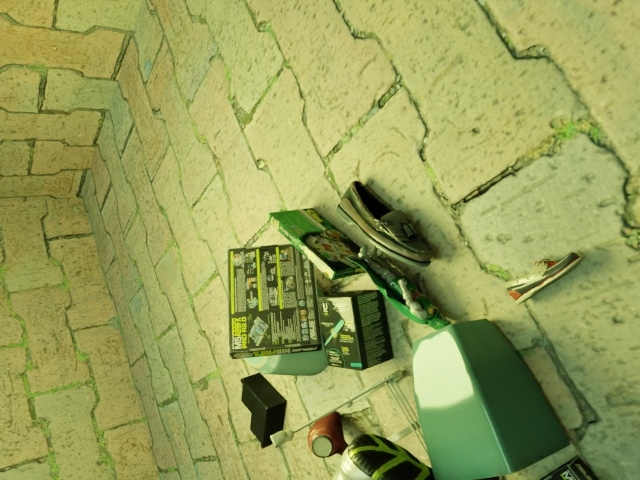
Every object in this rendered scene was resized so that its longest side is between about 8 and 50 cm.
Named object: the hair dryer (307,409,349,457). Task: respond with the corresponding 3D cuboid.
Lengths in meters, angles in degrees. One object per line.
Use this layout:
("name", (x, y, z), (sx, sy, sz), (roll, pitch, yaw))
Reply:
("hair dryer", (0.058, 0.511, 1.129), (0.080, 0.223, 0.293), (-42, 34, 5))

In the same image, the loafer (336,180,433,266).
("loafer", (0.129, -0.041, 0.988), (0.267, 0.096, 0.084), (38, 119, 42))

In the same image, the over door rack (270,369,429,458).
("over door rack", (0.083, 0.435, 0.963), (0.239, 0.324, 0.108), (59, 152, 23))

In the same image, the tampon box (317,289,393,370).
("tampon box", (0.077, 0.198, 1.086), (0.120, 0.101, 0.161), (-8, 90, 51))

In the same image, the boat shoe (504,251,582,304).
("boat shoe", (0.353, 0.054, 0.768), (0.043, 0.049, 0.137), (64, 143, 23))

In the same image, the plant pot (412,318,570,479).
("plant pot", (0.266, 0.265, 0.828), (0.166, 0.165, 0.234), (-41, 58, 46))

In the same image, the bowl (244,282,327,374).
("bowl", (-0.123, 0.233, 1.292), (0.311, 0.163, 0.311), (11, 105, 49))

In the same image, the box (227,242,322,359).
("box", (-0.115, 0.140, 1.168), (0.060, 0.216, 0.270), (89, 175, -62))

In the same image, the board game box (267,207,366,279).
("board game box", (0.000, 0.000, 1.117), (0.259, 0.136, 0.030), (41, 129, 39))

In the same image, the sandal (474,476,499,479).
("sandal", (0.293, 0.493, 0.915), (0.067, 0.040, 0.179), (11, 96, 10))

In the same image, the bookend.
("bookend", (-0.186, 0.527, 1.496), (0.156, 0.072, 0.157), (29, 120, 45))

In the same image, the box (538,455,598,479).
("box", (0.417, 0.479, 0.773), (0.191, 0.045, 0.184), (53, 131, 31))

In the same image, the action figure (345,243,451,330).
("action figure", (0.169, 0.098, 0.962), (0.232, 0.137, 0.063), (45, 117, 25))

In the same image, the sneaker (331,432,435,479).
("sneaker", (0.186, 0.482, 0.832), (0.384, 0.145, 0.147), (32, 103, -2))
